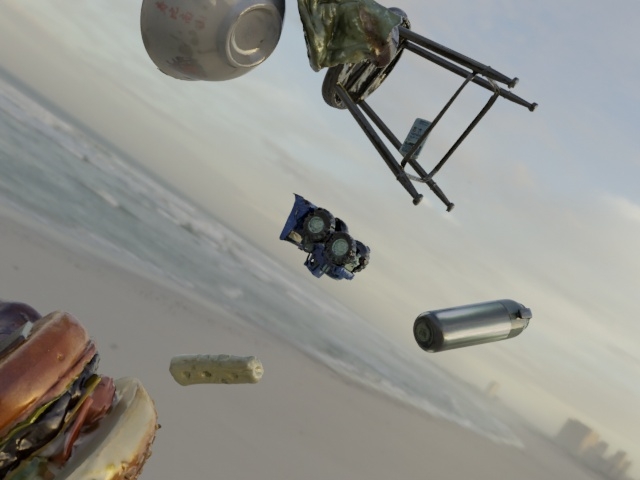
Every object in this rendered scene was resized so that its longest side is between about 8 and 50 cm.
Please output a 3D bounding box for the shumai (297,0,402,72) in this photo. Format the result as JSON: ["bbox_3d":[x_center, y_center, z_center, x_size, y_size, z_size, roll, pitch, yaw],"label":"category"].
[{"bbox_3d":[0.055,-0.482,1.824,0.222,0.204,0.271,53,25,-81],"label":"shumai"}]

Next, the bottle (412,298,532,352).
[{"bbox_3d":[0.291,0.155,1.643,0.254,0.079,0.096,-4,-15,-36],"label":"bottle"}]

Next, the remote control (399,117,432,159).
[{"bbox_3d":[0.239,-0.253,2.181,0.053,0.124,0.018,22,-30,12],"label":"remote control"}]

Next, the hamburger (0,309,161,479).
[{"bbox_3d":[-0.339,0.234,1.038,0.225,0.291,0.291,54,-7,-14],"label":"hamburger"}]

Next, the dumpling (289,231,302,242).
[{"bbox_3d":[-0.063,-0.022,2.270,0.076,0.052,0.057,24,-9,44],"label":"dumpling"}]

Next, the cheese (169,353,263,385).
[{"bbox_3d":[-0.200,0.244,1.672,0.194,0.043,0.065,-5,-61,26],"label":"cheese"}]

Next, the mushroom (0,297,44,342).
[{"bbox_3d":[-0.639,0.291,1.761,0.345,0.260,0.345,62,4,-7],"label":"mushroom"}]

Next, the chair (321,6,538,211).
[{"bbox_3d":[0.247,-0.346,2.199,0.410,0.364,0.362,43,13,16],"label":"chair"}]

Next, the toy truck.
[{"bbox_3d":[0.000,0.000,1.919,0.208,0.126,0.113,49,8,27],"label":"toy truck"}]

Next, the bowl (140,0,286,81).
[{"bbox_3d":[-0.179,-0.446,1.788,0.157,0.345,0.345,40,1,34],"label":"bowl"}]
